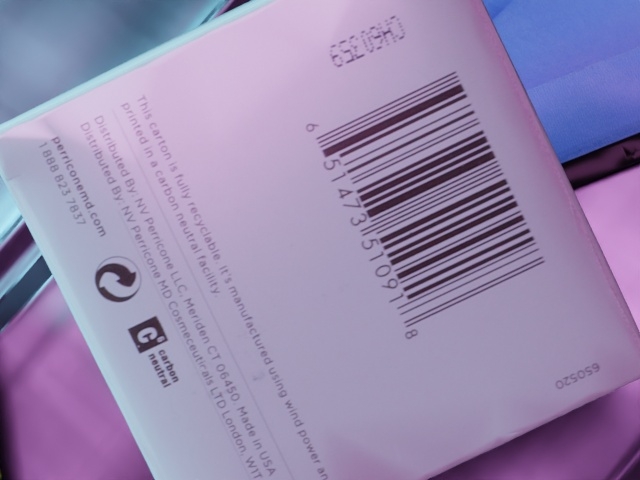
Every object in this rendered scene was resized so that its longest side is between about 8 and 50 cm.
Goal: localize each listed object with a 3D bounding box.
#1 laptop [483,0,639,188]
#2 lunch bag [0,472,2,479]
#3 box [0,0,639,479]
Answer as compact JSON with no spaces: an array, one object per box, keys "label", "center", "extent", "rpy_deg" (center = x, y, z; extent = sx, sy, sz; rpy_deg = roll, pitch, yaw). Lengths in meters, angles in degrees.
[{"label":"laptop","center":[0.077,-0.165,0.702],"extent":[0.234,0.264,0.136],"rpy_deg":[-22,37,3]},{"label":"lunch bag","center":[-0.281,0.144,0.697],"extent":[0.293,0.138,0.221],"rpy_deg":[-15,76,15]},{"label":"box","center":[0.000,0.000,0.655],"extent":[0.182,0.119,0.181],"rpy_deg":[-26,94,3]}]
